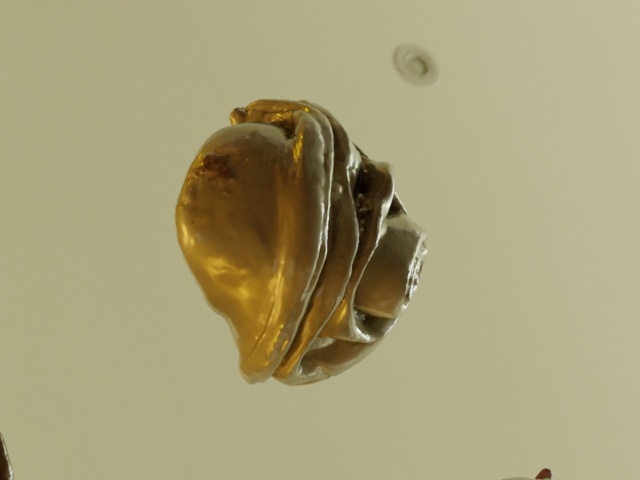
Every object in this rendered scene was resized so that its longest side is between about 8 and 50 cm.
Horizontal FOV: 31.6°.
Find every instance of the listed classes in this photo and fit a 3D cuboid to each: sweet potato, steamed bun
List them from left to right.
[{"bbox_3d":[-0.280,0.177,0.965,0.026,0.026,0.115,-13,-103,-33],"label":"sweet potato"},{"bbox_3d":[0.003,-0.005,1.324,0.310,0.219,0.324,-59,-43,-55],"label":"steamed bun"}]

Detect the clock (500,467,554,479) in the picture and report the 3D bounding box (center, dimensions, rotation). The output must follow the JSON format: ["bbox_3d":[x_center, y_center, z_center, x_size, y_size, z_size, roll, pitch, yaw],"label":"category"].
[{"bbox_3d":[0.181,0.317,1.101,0.103,0.231,0.144,28,-154,9],"label":"clock"}]
